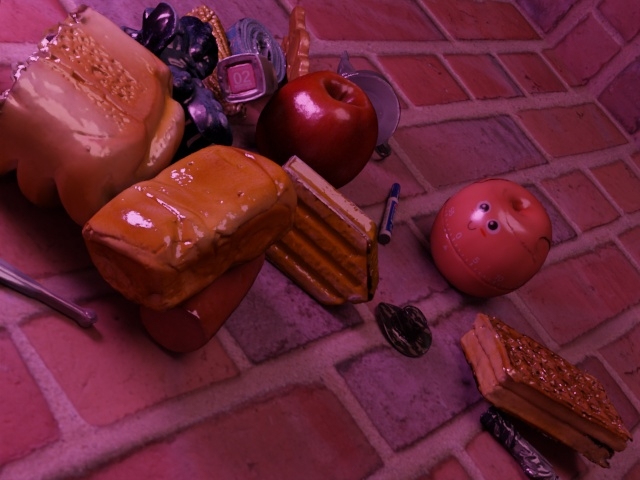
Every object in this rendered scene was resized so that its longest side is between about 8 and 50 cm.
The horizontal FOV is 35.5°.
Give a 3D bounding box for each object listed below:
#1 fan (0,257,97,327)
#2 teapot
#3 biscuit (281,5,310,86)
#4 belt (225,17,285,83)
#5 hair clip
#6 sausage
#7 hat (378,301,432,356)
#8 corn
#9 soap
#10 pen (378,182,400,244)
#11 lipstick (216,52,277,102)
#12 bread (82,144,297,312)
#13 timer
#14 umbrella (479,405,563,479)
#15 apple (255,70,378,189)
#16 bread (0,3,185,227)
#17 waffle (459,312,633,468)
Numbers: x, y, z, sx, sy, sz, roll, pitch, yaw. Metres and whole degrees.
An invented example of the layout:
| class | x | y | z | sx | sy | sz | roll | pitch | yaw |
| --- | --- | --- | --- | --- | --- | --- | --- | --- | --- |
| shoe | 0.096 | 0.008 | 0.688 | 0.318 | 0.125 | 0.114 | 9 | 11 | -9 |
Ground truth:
| class | x | y | z | sx | sy | sz | roll | pitch | yaw |
| --- | --- | --- | --- | --- | --- | --- | --- | --- | --- |
| fan | -0.417 | 0.036 | 1.312 | 0.282 | 0.023 | 0.057 | 31 | 26 | -19 |
| teapot | 0.094 | -0.283 | 2.122 | 0.239 | 0.162 | 0.149 | 62 | 16 | -19 |
| biscuit | -0.054 | -0.373 | 2.048 | 0.040 | 0.144 | 0.236 | 6 | 42 | -10 |
| belt | -0.139 | -0.364 | 2.002 | 0.147 | 0.082 | 0.163 | 51 | 28 | -9 |
| hair clip | -0.262 | -0.270 | 1.684 | 0.206 | 0.194 | 0.310 | 44 | 23 | -44 |
| sausage | -0.163 | 0.060 | 1.480 | 0.113 | 0.113 | 0.259 | 41 | 34 | -4 |
| hat | 0.156 | 0.145 | 1.781 | 0.121 | 0.050 | 0.121 | 26 | 37 | -21 |
| corn | -0.204 | -0.331 | 1.894 | 0.086 | 0.086 | 0.288 | 11 | 47 | -41 |
| soap | 0.000 | 0.000 | 1.675 | 0.257 | 0.160 | 0.080 | 40 | 32 | -8 |
| pen | 0.142 | -0.058 | 2.014 | 0.025 | 0.025 | 0.204 | 36 | 34 | -12 |
| lipstick | -0.119 | -0.280 | 1.739 | 0.253 | 0.079 | 0.077 | -59 | 137 | -80 |
| bread | -0.177 | -0.027 | 1.394 | 0.167 | 0.132 | 0.294 | 34 | 41 | 24 |
| timer | 0.338 | -0.006 | 1.994 | 0.229 | 0.215 | 0.229 | 28 | 37 | -23 |
| umbrella | 0.351 | 0.370 | 1.751 | 0.050 | 0.046 | 0.188 | -40 | 86 | -27 |
| apple | -0.005 | -0.200 | 1.859 | 0.218 | 0.201 | 0.218 | 23 | 36 | -17 |
| bread | -0.342 | -0.160 | 1.454 | 0.270 | 0.211 | 0.315 | 39 | 44 | -17 |
| waffle | 0.408 | 0.270 | 1.832 | 0.308 | 0.091 | 0.213 | 30 | 19 | -18 |
